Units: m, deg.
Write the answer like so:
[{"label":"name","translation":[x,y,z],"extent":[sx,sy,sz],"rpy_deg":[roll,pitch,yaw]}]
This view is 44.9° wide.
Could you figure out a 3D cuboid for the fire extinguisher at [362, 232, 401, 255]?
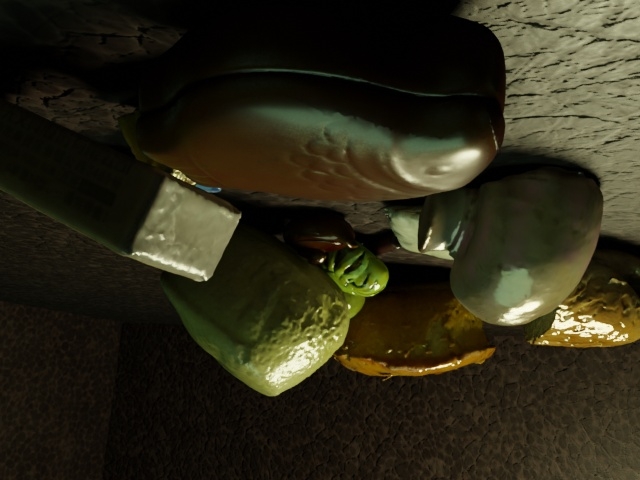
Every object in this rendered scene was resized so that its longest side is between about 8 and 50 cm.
[{"label":"fire extinguisher","translation":[0.107,0.011,1.382],"extent":[0.049,0.035,0.173],"rpy_deg":[-32,-177,-23]}]

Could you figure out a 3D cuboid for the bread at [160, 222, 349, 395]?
[{"label":"bread","translation":[-0.108,0.102,1.309],"extent":[0.320,0.237,0.320],"rpy_deg":[37,167,10]}]

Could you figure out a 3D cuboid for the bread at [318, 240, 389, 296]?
[{"label":"bread","translation":[0.051,0.049,1.375],"extent":[0.130,0.071,0.139],"rpy_deg":[11,149,49]}]

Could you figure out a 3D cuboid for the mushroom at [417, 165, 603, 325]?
[{"label":"mushroom","translation":[0.246,0.009,0.952],"extent":[0.236,0.173,0.162],"rpy_deg":[7,166,-7]}]

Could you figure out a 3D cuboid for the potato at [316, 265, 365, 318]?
[{"label":"potato","translation":[-0.020,0.103,1.566],"extent":[0.253,0.148,0.186],"rpy_deg":[-1,164,38]}]

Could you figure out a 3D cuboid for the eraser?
[{"label":"eraser","translation":[-0.250,-0.069,0.724],"extent":[0.343,0.078,0.144],"rpy_deg":[24,177,25]}]

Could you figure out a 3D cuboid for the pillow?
[{"label":"pillow","translation":[0.173,-0.012,1.181],"extent":[0.128,0.051,0.229],"rpy_deg":[9,169,15]}]

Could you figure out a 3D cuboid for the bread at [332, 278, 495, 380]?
[{"label":"bread","translation":[0.198,0.188,1.704],"extent":[0.358,0.204,0.337],"rpy_deg":[-3,-177,-2]}]

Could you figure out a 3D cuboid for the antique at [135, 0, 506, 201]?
[{"label":"antique","translation":[0.003,-0.106,0.586],"extent":[0.278,0.129,0.223],"rpy_deg":[-1,168,26]}]

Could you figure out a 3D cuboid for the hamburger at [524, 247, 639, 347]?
[{"label":"hamburger","translation":[0.478,0.103,1.349],"extent":[0.209,0.162,0.330],"rpy_deg":[4,164,9]}]

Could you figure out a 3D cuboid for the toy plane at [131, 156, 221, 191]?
[{"label":"toy plane","translation":[-0.241,-0.063,1.044],"extent":[0.169,0.078,0.246],"rpy_deg":[13,172,-35]}]

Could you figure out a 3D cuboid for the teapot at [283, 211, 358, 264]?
[{"label":"teapot","translation":[0.000,0.000,1.236],"extent":[0.129,0.078,0.098],"rpy_deg":[-3,166,34]}]

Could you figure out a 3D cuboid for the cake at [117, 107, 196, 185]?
[{"label":"cake","translation":[-0.132,-0.126,0.776],"extent":[0.080,0.116,0.185],"rpy_deg":[-12,151,-38]}]
